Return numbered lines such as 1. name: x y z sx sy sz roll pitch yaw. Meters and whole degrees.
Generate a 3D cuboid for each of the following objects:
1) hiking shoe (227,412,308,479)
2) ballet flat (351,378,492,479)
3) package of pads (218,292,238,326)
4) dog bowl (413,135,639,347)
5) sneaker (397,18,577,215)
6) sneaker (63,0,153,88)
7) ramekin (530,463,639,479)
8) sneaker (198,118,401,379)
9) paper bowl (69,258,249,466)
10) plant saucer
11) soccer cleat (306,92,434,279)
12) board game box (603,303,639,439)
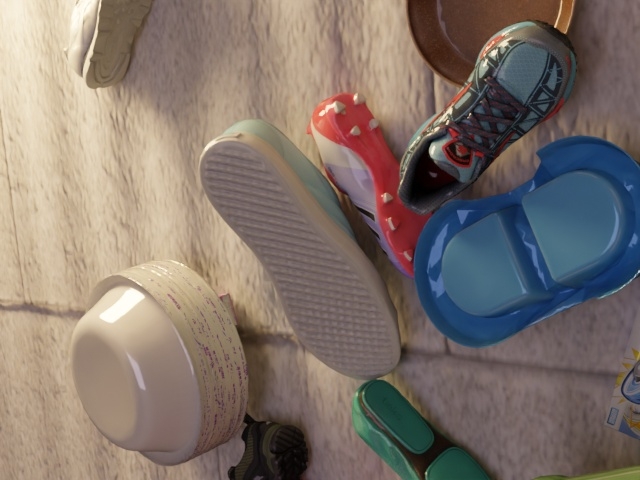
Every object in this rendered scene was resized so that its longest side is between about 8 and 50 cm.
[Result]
1. hiking shoe: -0.077 0.357 1.317 0.114 0.086 0.226 12 101 45
2. ballet flat: 0.131 0.277 1.157 0.247 0.083 0.087 46 150 18
3. package of pads: -0.160 0.105 1.338 0.083 0.032 0.050 -11 94 36
4. dog bowl: 0.234 0.006 0.999 0.297 0.074 0.166 -32 70 38
5. sneaker: 0.169 -0.112 0.978 0.104 0.125 0.262 35 136 -2
6. sneaker: -0.303 -0.332 1.314 0.095 0.090 0.235 48 121 28
7. ramekin: 0.321 0.363 0.907 0.148 0.303 0.303 -25 86 29
8. sneaker: 0.000 0.000 1.160 0.135 0.150 0.366 -22 110 27
9. paper bowl: -0.242 0.179 1.308 0.284 0.148 0.284 19 117 41
10. plant saucer: 0.187 -0.262 1.017 0.199 0.036 0.198 9 106 33
11. soccer cleat: 0.063 -0.062 1.129 0.248 0.083 0.095 62 147 5
12. board game box: 0.387 0.125 0.962 0.136 0.035 0.201 20 110 30
